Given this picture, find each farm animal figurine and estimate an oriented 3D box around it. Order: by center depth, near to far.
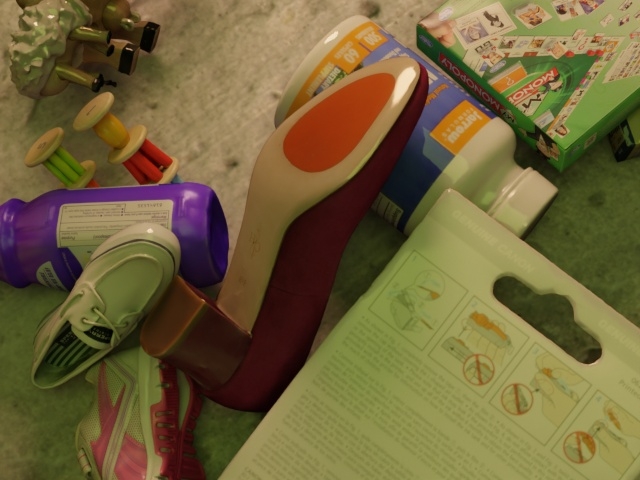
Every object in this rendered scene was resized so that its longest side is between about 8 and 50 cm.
[{"bbox_3d":[-0.234,-0.325,1.342,0.172,0.330,0.327,19,106,4],"label":"farm animal figurine"}]

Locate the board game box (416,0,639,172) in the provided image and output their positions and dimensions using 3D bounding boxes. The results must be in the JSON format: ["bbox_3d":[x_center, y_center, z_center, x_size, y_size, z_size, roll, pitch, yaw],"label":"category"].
[{"bbox_3d":[0.286,-0.239,1.344,0.317,0.046,0.213,-38,67,-15],"label":"board game box"}]

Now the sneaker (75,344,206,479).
[{"bbox_3d":[-0.179,0.218,1.266,0.111,0.103,0.252,-12,64,23],"label":"sneaker"}]

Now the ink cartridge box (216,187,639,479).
[{"bbox_3d":[0.124,0.193,1.234,0.308,0.091,0.385,38,90,9],"label":"ink cartridge box"}]

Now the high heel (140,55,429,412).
[{"bbox_3d":[0.000,0.000,1.252,0.377,0.181,0.127,-47,45,8],"label":"high heel"}]

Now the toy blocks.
[{"bbox_3d":[-0.212,-0.067,1.343,0.123,0.054,0.148,-32,120,21],"label":"toy blocks"}]

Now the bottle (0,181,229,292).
[{"bbox_3d":[-0.239,0.000,1.308,0.283,0.118,0.092,-2,60,7],"label":"bottle"}]

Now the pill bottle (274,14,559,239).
[{"bbox_3d":[0.100,-0.090,1.303,0.272,0.152,0.152,38,81,11],"label":"pill bottle"}]

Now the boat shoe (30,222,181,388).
[{"bbox_3d":[-0.208,0.074,1.253,0.083,0.226,0.076,27,41,-20],"label":"boat shoe"}]

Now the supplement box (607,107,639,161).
[{"bbox_3d":[0.342,-0.137,1.355,0.083,0.056,0.083,-16,76,-3],"label":"supplement box"}]
